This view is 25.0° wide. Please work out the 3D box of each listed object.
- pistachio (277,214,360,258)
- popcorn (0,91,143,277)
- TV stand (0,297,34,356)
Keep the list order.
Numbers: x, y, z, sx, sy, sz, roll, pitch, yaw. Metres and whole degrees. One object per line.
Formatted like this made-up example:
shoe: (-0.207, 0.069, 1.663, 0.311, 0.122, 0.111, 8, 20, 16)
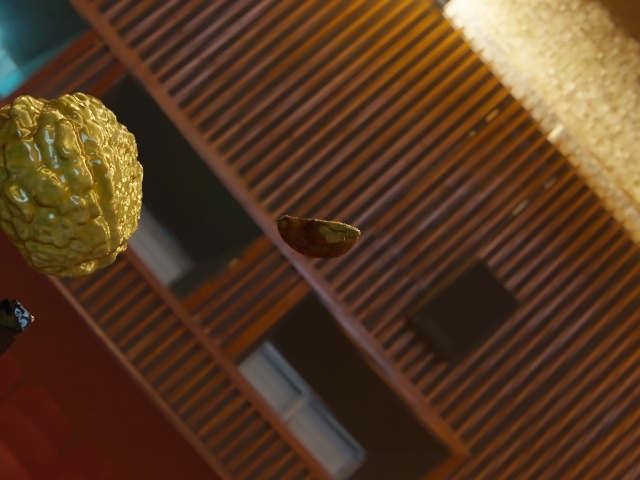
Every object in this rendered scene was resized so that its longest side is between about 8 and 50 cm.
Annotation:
pistachio: (0.000, 0.000, 1.976, 0.089, 0.049, 0.173, 16, -4, -29)
popcorn: (-0.321, -0.065, 1.853, 0.286, 0.173, 0.225, 34, 50, -79)
TV stand: (-0.371, 0.157, 1.379, 0.040, 0.256, 0.049, 49, -35, -16)
